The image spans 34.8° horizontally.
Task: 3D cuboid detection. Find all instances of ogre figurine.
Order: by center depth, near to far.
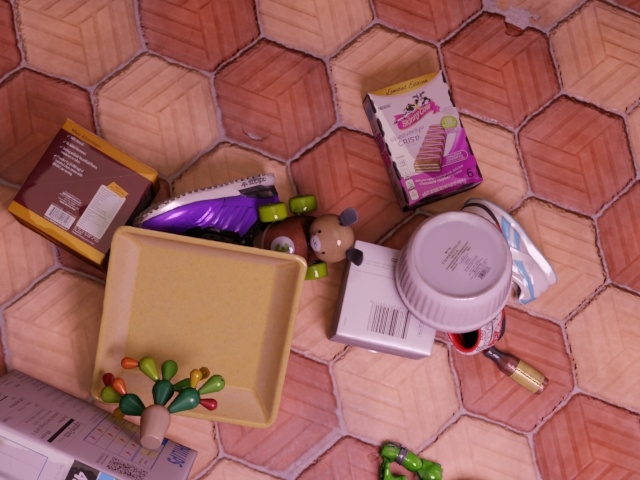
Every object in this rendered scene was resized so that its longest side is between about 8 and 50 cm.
[{"bbox_3d":[0.168,0.461,1.831,0.118,0.097,0.197,5,37,-11],"label":"ogre figurine"}]

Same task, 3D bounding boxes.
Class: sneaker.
[{"bbox_3d":[-0.189,-0.024,1.835,0.293,0.102,0.146,-17,93,-31],"label":"sneaker"},{"bbox_3d":[0.276,0.073,1.852,0.090,0.145,0.270,-1,99,30],"label":"sneaker"},{"bbox_3d":[0.344,0.017,1.933,0.092,0.087,0.229,-39,85,-9],"label":"sneaker"}]

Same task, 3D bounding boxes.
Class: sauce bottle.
[{"bbox_3d":[0.367,0.241,1.920,0.128,0.042,0.042,36,78,0],"label":"sauce bottle"}]

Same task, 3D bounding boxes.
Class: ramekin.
[{"bbox_3d":[0.235,0.045,1.760,0.207,0.109,0.207,0,65,0],"label":"ramekin"}]

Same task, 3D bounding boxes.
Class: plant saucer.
[{"bbox_3d":[-0.215,0.146,1.795,0.332,0.081,0.333,10,106,-5],"label":"plant saucer"}]

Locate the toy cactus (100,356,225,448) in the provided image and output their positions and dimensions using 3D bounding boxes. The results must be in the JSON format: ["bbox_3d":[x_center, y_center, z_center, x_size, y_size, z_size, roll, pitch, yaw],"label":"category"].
[{"bbox_3d":[-0.271,0.276,1.707,0.218,0.112,0.181,3,37,2],"label":"toy cactus"}]

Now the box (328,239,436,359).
[{"bbox_3d":[0.124,0.112,1.871,0.180,0.119,0.182,13,78,-4],"label":"box"}]

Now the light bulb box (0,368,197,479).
[{"bbox_3d":[-0.417,0.396,1.624,0.361,0.358,0.225,25,90,-2],"label":"light bulb box"}]

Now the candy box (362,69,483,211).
[{"bbox_3d":[0.195,-0.191,1.956,0.159,0.071,0.234,-19,83,-9],"label":"candy box"}]

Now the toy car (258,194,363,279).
[{"bbox_3d":[0.000,0.000,1.815,0.149,0.188,0.155,-17,100,-44],"label":"toy car"}]

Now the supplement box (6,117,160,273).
[{"bbox_3d":[-0.419,-0.077,1.830,0.191,0.129,0.194,31,78,-1],"label":"supplement box"}]
